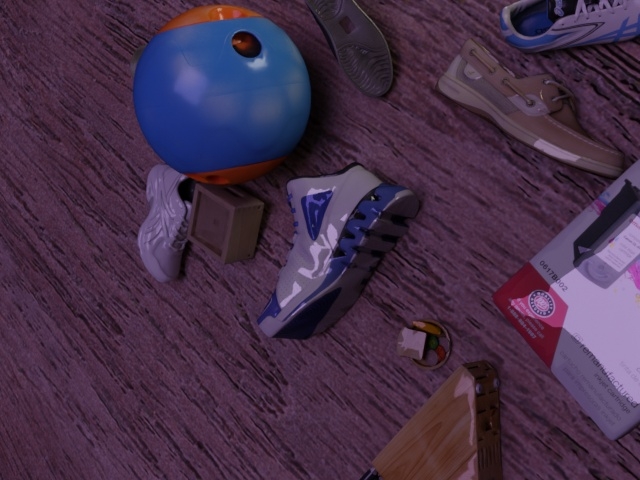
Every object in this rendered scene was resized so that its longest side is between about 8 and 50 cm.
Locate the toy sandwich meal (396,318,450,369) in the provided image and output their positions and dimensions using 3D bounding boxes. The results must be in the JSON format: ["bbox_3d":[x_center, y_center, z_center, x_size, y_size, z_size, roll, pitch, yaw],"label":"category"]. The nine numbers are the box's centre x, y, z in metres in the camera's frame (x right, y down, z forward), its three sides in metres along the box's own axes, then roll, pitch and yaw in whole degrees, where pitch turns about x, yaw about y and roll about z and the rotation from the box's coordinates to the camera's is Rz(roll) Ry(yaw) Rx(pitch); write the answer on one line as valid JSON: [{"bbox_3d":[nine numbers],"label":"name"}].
[{"bbox_3d":[0.155,0.156,1.115,0.085,0.029,0.086,-3,84,35],"label":"toy sandwich meal"}]

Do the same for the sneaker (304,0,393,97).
[{"bbox_3d":[0.051,-0.339,1.209,0.083,0.118,0.222,-29,98,10],"label":"sneaker"}]

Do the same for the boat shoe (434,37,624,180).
[{"bbox_3d":[0.290,-0.183,1.004,0.302,0.109,0.098,41,111,36],"label":"boat shoe"}]

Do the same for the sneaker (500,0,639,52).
[{"bbox_3d":[0.354,-0.305,0.980,0.237,0.086,0.085,-7,81,33],"label":"sneaker"}]

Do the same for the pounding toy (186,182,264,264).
[{"bbox_3d":[-0.169,-0.052,1.332,0.141,0.100,0.130,32,118,35],"label":"pounding toy"}]

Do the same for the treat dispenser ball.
[{"bbox_3d":[-0.158,-0.235,1.208,0.288,0.288,0.288,-3,84,35],"label":"treat dispenser ball"}]

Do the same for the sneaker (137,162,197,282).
[{"bbox_3d":[-0.275,-0.035,1.398,0.115,0.090,0.232,0,87,32],"label":"sneaker"}]

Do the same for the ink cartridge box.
[{"bbox_3d":[0.393,0.050,0.867,0.306,0.131,0.226,-49,61,23],"label":"ink cartridge box"}]

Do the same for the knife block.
[{"bbox_3d":[0.137,0.314,1.079,0.242,0.088,0.276,-4,84,34],"label":"knife block"}]

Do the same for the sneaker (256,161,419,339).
[{"bbox_3d":[0.001,-0.001,1.191,0.316,0.127,0.182,-51,57,13],"label":"sneaker"}]

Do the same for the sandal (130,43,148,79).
[{"bbox_3d":[-0.300,-0.281,1.434,0.303,0.086,0.120,43,110,30],"label":"sandal"}]
